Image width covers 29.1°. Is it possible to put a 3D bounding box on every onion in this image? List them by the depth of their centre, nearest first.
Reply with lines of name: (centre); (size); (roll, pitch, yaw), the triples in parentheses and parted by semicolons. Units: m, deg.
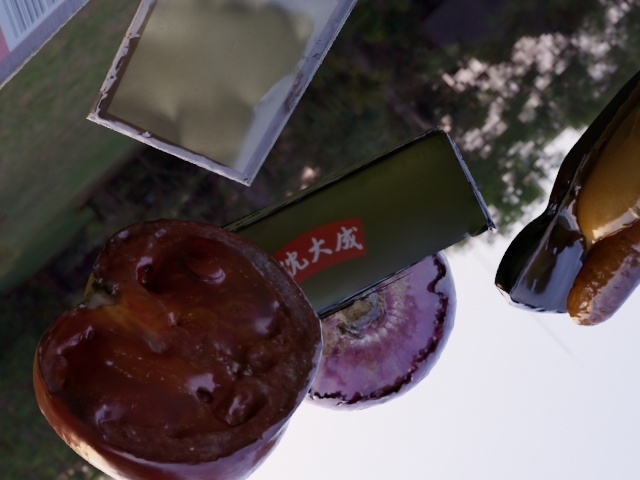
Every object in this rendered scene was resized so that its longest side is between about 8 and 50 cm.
onion: (0.048, 0.095, 2.002); (0.358, 0.358, 0.345); (-44, 168, 10)

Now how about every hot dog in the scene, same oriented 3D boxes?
hot dog: (0.324, -0.040, 1.131); (0.326, 0.194, 0.107); (-59, -143, 4)

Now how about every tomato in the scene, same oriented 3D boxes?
tomato: (-0.113, 0.107, 0.973); (0.233, 0.200, 0.139); (-56, 170, -39)

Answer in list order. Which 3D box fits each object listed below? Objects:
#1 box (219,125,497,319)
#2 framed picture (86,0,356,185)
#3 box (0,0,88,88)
box: (0.000, 0.000, 1.528); (0.373, 0.138, 0.420); (-25, -177, 2)
framed picture: (-0.092, -0.165, 1.105); (0.231, 0.173, 0.010); (-56, -162, 32)
box: (-0.228, -0.104, 0.616); (0.153, 0.074, 0.239); (4, -144, 18)
